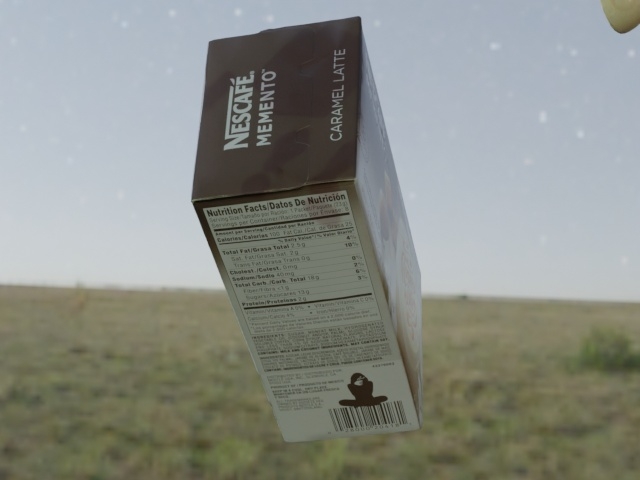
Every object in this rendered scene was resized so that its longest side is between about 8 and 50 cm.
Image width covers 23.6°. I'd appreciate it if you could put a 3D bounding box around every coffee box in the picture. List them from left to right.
[{"bbox_3d":[0.000,0.000,0.968,0.098,0.141,0.246,-7,-43,9],"label":"coffee box"}]

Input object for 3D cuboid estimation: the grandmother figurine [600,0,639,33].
[{"bbox_3d":[0.361,-0.240,1.030,0.342,0.208,0.104,-13,-55,36],"label":"grandmother figurine"}]
